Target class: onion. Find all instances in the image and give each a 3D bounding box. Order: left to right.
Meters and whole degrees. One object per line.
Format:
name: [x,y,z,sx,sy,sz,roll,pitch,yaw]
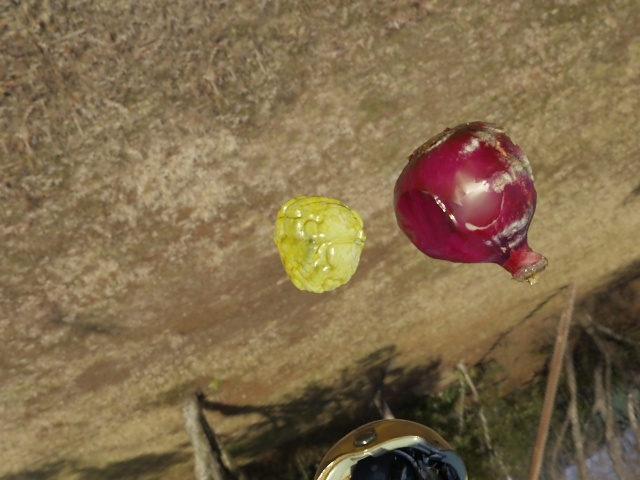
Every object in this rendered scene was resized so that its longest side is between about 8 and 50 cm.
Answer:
onion: [0.185,-0.026,0.932,0.139,0.218,0.195,-35,-176,-23]

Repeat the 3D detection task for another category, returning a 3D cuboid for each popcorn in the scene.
popcorn: [0.000,0.000,0.939,0.106,0.121,0.116,-35,175,-20]

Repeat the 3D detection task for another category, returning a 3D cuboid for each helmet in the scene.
helmet: [0.089,0.335,1.076,0.224,0.198,0.130,-12,-164,-2]
